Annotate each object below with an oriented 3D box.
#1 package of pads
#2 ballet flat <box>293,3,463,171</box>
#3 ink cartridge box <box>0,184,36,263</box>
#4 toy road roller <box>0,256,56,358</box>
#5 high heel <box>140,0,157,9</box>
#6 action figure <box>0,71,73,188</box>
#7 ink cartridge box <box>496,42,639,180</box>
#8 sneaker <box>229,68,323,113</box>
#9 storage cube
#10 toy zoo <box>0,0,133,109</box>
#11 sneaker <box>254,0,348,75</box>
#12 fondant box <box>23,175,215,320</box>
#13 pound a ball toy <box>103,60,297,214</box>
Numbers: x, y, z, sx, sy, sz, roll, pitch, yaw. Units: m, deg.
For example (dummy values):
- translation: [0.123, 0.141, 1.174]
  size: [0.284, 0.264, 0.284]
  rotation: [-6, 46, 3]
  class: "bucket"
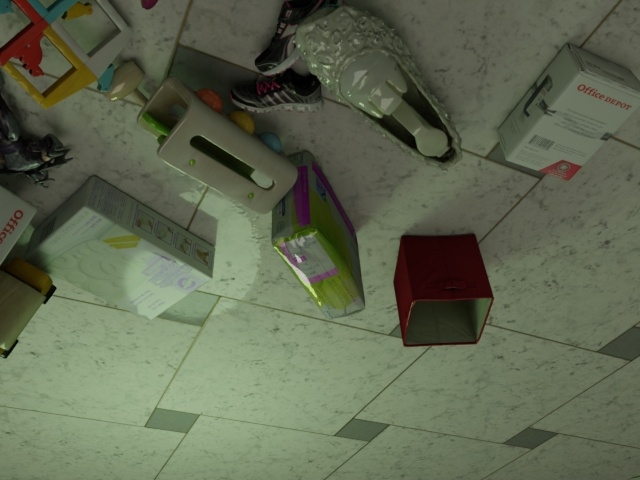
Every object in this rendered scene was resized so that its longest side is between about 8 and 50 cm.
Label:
- translation: [0.000, 0.000, 1.271]
  size: [0.101, 0.229, 0.296]
  rotation: [-18, 137, 15]
  class: "package of pads"
- translation: [0.129, -0.240, 1.042]
  size: [0.147, 0.147, 0.409]
  rotation: [-32, 141, 27]
  class: "ballet flat"
- translation: [-0.720, -0.052, 1.131]
  size: [0.197, 0.198, 0.270]
  rotation: [4, 151, 44]
  class: "ink cartridge box"
- translation: [-0.728, 0.116, 1.314]
  size: [0.241, 0.202, 0.329]
  rotation: [35, 161, -15]
  class: "toy road roller"
- translation: [-0.191, -0.435, 0.897]
  size: [0.117, 0.082, 0.244]
  rotation: [7, 134, -26]
  class: "high heel"
- translation: [-0.575, -0.190, 1.115]
  size: [0.185, 0.099, 0.285]
  rotation: [-15, 140, 4]
  class: "action figure"
- translation: [0.461, -0.233, 1.150]
  size: [0.159, 0.092, 0.218]
  rotation: [14, 137, -20]
  class: "ink cartridge box"
- translation: [-0.075, -0.270, 1.091]
  size: [0.170, 0.063, 0.074]
  rotation: [0, 136, -9]
  class: "sneaker"
- translation: [0.278, 0.118, 1.452]
  size: [0.184, 0.193, 0.215]
  rotation: [-2, 139, -2]
  class: "storage cube"
- translation: [-0.420, -0.336, 0.933]
  size: [0.192, 0.030, 0.293]
  rotation: [-45, 134, -9]
  class: "toy zoo"
- translation: [-0.045, -0.350, 1.007]
  size: [0.178, 0.072, 0.077]
  rotation: [-38, 124, 16]
  class: "sneaker"
- translation: [-0.436, 0.031, 1.372]
  size: [0.238, 0.096, 0.330]
  rotation: [-33, 132, 29]
  class: "fondant box"
- translation: [-0.203, -0.203, 1.106]
  size: [0.136, 0.208, 0.319]
  rotation: [-49, 138, 10]
  class: "pound a ball toy"
